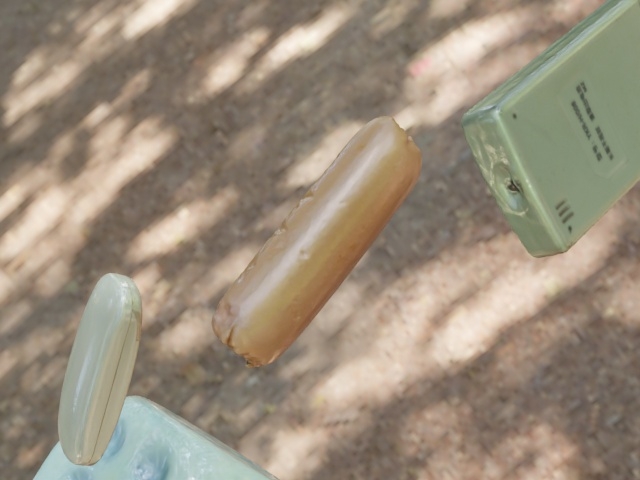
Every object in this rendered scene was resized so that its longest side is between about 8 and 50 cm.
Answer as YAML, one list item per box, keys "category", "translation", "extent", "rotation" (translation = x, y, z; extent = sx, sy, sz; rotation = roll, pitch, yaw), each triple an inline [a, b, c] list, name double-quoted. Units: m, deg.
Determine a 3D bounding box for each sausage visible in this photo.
- category: "sausage"
  translation: [0.000, 0.001, 1.564]
  extent: [0.289, 0.086, 0.086]
  rotation: [-52, 30, -18]

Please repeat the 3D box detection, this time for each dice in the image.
- category: "dice"
  translation: [-0.182, 0.358, 1.883]
  extent: [0.265, 0.262, 0.268]
  rotation: [27, 81, 46]

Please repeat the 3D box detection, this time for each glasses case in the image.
- category: "glasses case"
  translation: [-0.222, 0.131, 1.595]
  extent: [0.081, 0.051, 0.204]
  rotation: [44, 121, 52]

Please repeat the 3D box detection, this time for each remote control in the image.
- category: "remote control"
  translation: [0.213, -0.104, 1.176]
  extent: [0.038, 0.123, 0.285]
  rotation: [-14, 21, 47]
